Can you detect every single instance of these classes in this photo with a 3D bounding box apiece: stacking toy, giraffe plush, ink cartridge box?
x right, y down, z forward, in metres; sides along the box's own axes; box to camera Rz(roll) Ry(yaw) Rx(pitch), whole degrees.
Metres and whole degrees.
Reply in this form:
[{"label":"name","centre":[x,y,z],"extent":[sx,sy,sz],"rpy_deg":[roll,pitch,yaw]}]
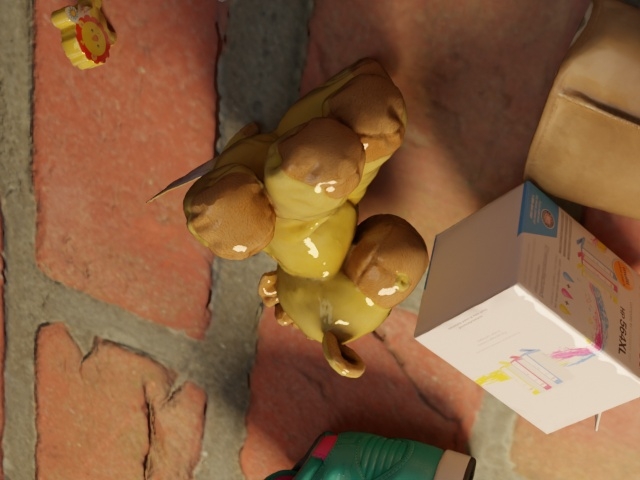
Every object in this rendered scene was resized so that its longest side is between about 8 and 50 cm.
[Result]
[{"label":"stacking toy","centre":[-0.151,-0.249,0.711],"extent":[0.167,0.052,0.221],"rpy_deg":[-12,106,32]},{"label":"giraffe plush","centre":[0.000,0.000,0.692],"extent":[0.210,0.181,0.170],"rpy_deg":[-21,110,43]},{"label":"ink cartridge box","centre":[0.148,0.050,0.648],"extent":[0.143,0.092,0.090],"rpy_deg":[35,135,-20]}]

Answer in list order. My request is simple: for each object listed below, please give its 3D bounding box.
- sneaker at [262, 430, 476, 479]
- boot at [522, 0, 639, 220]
[{"label":"sneaker","centre":[0.007,0.277,0.835],"extent":[0.178,0.124,0.295],"rpy_deg":[19,113,13]},{"label":"boot","centre":[0.269,-0.079,0.547],"extent":[0.269,0.089,0.236],"rpy_deg":[25,122,17]}]
